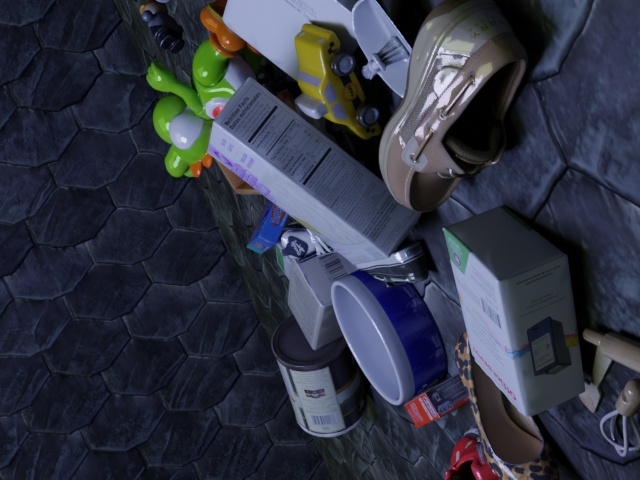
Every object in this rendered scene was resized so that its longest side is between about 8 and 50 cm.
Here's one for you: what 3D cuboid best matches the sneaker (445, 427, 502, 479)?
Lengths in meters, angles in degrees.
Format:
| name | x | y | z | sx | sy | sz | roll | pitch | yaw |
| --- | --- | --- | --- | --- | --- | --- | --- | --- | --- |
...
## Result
| name | x | y | z | sx | sy | sz | roll | pitch | yaw |
| --- | --- | --- | --- | --- | --- | --- | --- | --- | --- |
| sneaker | 0.265 | 0.396 | 1.394 | 0.107 | 0.118 | 0.279 | 61 | 165 | 14 |

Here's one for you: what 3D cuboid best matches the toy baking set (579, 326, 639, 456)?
| name | x | y | z | sx | sy | sz | roll | pitch | yaw |
| --- | --- | --- | --- | --- | --- | --- | --- | --- | --- |
| toy baking set | 0.360 | 0.191 | 0.902 | 0.256 | 0.030 | 0.197 | 34 | 147 | 63 |

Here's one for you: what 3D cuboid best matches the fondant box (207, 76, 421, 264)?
| name | x | y | z | sx | sy | sz | roll | pitch | yaw |
| --- | --- | --- | --- | --- | --- | --- | --- | --- | --- |
| fondant box | -0.022 | -0.098 | 1.283 | 0.330 | 0.096 | 0.238 | 39 | 170 | -5 |

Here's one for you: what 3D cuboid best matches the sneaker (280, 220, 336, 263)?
| name | x | y | z | sx | sy | sz | roll | pitch | yaw |
| --- | --- | --- | --- | --- | --- | --- | --- | --- | --- |
| sneaker | 0.000 | 0.000 | 1.584 | 0.235 | 0.153 | 0.094 | 33 | 148 | 64 |

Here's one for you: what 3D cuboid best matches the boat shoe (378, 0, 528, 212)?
| name | x | y | z | sx | sy | sz | roll | pitch | yaw |
| --- | --- | --- | --- | --- | --- | --- | --- | --- | --- |
| boat shoe | 0.151 | -0.122 | 0.925 | 0.110 | 0.121 | 0.341 | 58 | 163 | 26 |

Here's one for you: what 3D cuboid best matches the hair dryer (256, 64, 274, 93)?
| name | x | y | z | sx | sy | sz | roll | pitch | yaw |
| --- | --- | --- | --- | --- | --- | --- | --- | --- | --- |
| hair dryer | -0.163 | -0.304 | 1.787 | 0.293 | 0.080 | 0.224 | 41 | 153 | 57 |

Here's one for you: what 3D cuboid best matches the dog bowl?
| name | x | y | z | sx | sy | sz | roll | pitch | yaw |
| --- | --- | --- | --- | --- | --- | --- | --- | --- | --- |
| dog bowl | 0.128 | 0.175 | 1.531 | 0.265 | 0.104 | 0.265 | 57 | 164 | 26 |

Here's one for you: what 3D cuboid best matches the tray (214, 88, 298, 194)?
| name | x | y | z | sx | sy | sz | roll | pitch | yaw |
| --- | --- | --- | --- | --- | --- | --- | --- | --- | --- |
| tray | -0.130 | -0.201 | 1.705 | 0.203 | 0.076 | 0.411 | 60 | 158 | -18 |

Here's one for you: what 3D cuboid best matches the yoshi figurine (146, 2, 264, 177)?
| name | x | y | z | sx | sy | sz | roll | pitch | yaw |
| --- | --- | --- | --- | --- | --- | --- | --- | --- | --- |
| yoshi figurine | -0.234 | -0.296 | 1.550 | 0.362 | 0.203 | 0.203 | -58 | 15 | 31 |

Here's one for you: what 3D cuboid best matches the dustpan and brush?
| name | x | y | z | sx | sy | sz | roll | pitch | yaw |
| --- | --- | --- | --- | --- | --- | --- | --- | --- | --- |
| dustpan and brush | 0.083 | -0.241 | 1.064 | 0.147 | 0.060 | 0.211 | 53 | -172 | -6 |

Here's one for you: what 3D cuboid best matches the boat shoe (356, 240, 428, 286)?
| name | x | y | z | sx | sy | sz | roll | pitch | yaw |
| --- | --- | --- | --- | --- | --- | --- | --- | --- | --- |
| boat shoe | 0.122 | 0.048 | 1.394 | 0.070 | 0.077 | 0.219 | 67 | 164 | -4 |

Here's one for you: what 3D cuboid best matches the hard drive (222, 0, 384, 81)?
| name | x | y | z | sx | sy | sz | roll | pitch | yaw |
| --- | --- | --- | --- | --- | --- | --- | --- | --- | --- |
| hard drive | -0.040 | -0.342 | 1.210 | 0.210 | 0.040 | 0.318 | 37 | 167 | -7 |

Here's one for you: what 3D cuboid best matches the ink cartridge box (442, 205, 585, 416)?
| name | x | y | z | sx | sy | sz | roll | pitch | yaw |
| --- | --- | --- | --- | --- | --- | --- | --- | --- | --- |
| ink cartridge box | 0.240 | 0.087 | 0.992 | 0.154 | 0.093 | 0.212 | -125 | 17 | -61 |

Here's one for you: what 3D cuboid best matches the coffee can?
| name | x | y | z | sx | sy | sz | roll | pitch | yaw |
| --- | --- | --- | --- | --- | --- | --- | --- | --- | --- |
| coffee can | 0.002 | 0.341 | 2.047 | 0.201 | 0.201 | 0.275 | 47 | 157 | 49 |

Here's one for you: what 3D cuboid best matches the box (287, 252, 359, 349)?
| name | x | y | z | sx | sy | sz | roll | pitch | yaw |
| --- | --- | --- | --- | --- | --- | --- | --- | --- | --- |
| box | 0.011 | 0.122 | 1.811 | 0.148 | 0.121 | 0.311 | 59 | 165 | 18 |

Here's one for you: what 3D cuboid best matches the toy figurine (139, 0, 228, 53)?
| name | x | y | z | sx | sy | sz | roll | pitch | yaw |
| --- | --- | --- | --- | --- | --- | --- | --- | --- | --- |
| toy figurine | -0.253 | -0.490 | 1.538 | 0.213 | 0.209 | 0.148 | 90 | 156 | -58 |

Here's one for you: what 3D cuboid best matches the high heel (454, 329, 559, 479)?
| name | x | y | z | sx | sy | sz | roll | pitch | yaw |
| --- | --- | --- | --- | --- | --- | --- | --- | --- | --- |
| high heel | 0.274 | 0.259 | 1.175 | 0.261 | 0.093 | 0.186 | -118 | 6 | -45 |

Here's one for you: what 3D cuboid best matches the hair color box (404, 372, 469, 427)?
| name | x | y | z | sx | sy | sz | roll | pitch | yaw |
| --- | --- | --- | --- | --- | --- | --- | --- | --- | --- |
| hair color box | 0.217 | 0.285 | 1.428 | 0.053 | 0.093 | 0.167 | 60 | 165 | 14 |

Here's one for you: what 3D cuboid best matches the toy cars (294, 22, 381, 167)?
| name | x | y | z | sx | sy | sz | roll | pitch | yaw |
| --- | --- | --- | --- | --- | --- | --- | --- | --- | --- |
| toy cars | 0.007 | -0.189 | 1.271 | 0.176 | 0.087 | 0.394 | 49 | 169 | 11 |

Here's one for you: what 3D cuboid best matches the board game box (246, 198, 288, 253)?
| name | x | y | z | sx | sy | sz | roll | pitch | yaw |
| --- | --- | --- | --- | --- | --- | --- | --- | --- | --- |
| board game box | -0.111 | -0.058 | 1.883 | 0.047 | 0.160 | 0.210 | 25 | 167 | -8 |

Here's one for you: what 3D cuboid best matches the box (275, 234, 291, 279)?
| name | x | y | z | sx | sy | sz | roll | pitch | yaw |
| --- | --- | --- | --- | --- | --- | --- | --- | --- | --- |
| box | -0.044 | 0.034 | 1.896 | 0.087 | 0.102 | 0.101 | 53 | 161 | 29 |
